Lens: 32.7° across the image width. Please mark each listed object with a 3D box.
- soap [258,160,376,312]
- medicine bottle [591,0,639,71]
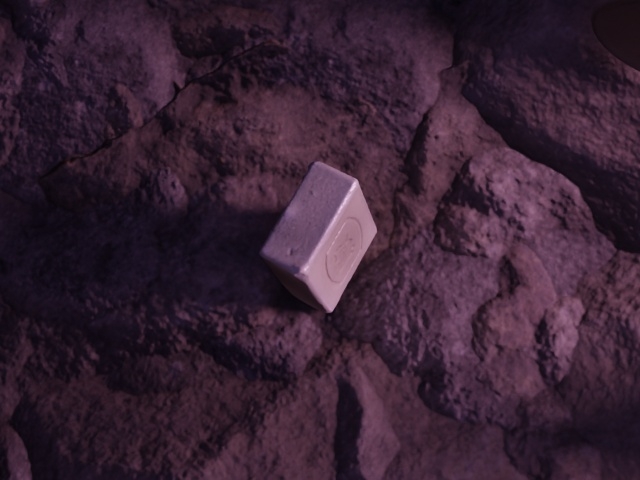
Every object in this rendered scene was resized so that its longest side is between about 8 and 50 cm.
[{"bbox_3d":[0.000,0.000,1.191,0.063,0.183,0.121,28,81,16],"label":"soap"},{"bbox_3d":[0.454,-0.377,1.196,0.224,0.224,0.384,23,79,15],"label":"medicine bottle"}]
